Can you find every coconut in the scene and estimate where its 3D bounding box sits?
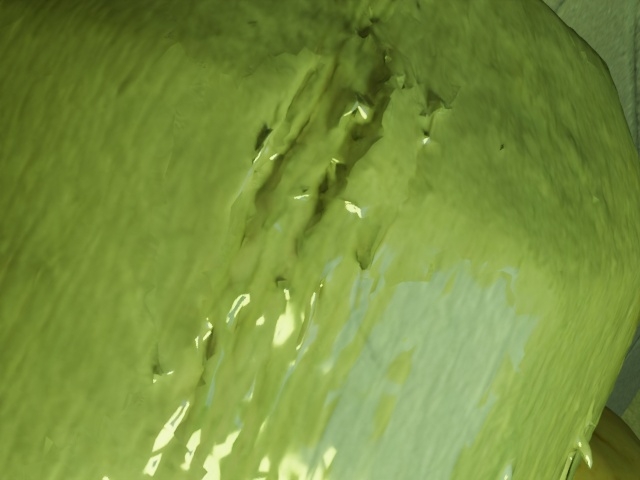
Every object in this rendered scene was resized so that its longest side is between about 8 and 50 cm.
[{"bbox_3d":[-0.065,0.046,0.610,0.360,0.346,0.346,-64,160,-4],"label":"coconut"}]

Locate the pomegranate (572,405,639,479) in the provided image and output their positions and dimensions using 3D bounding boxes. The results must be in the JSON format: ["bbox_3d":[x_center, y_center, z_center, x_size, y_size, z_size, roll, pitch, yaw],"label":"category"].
[{"bbox_3d":[0.113,0.285,1.287,0.411,0.411,0.411,-48,158,-27],"label":"pomegranate"}]
